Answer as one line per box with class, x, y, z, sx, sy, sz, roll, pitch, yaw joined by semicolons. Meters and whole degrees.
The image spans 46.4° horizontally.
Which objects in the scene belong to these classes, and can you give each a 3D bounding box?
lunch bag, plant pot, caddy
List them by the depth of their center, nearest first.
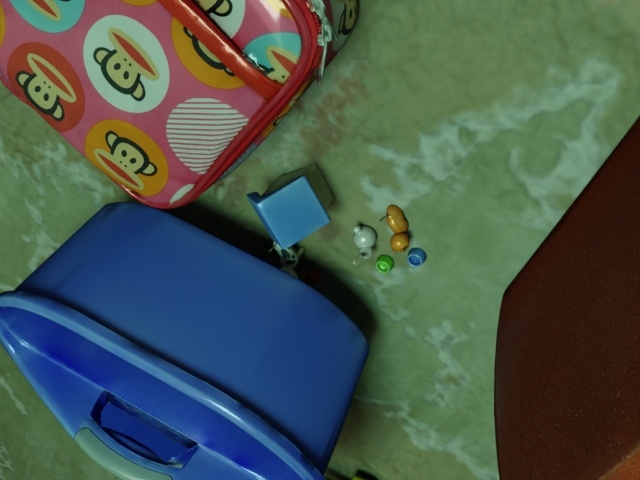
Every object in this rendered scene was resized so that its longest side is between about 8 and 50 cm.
plant pot;0.244;0.091;0.403;0.267;0.236;0.267;31;133;7
lunch bag;-0.122;-0.189;0.494;0.293;0.120;0.258;44;129;-8
caddy;-0.123;0.126;0.647;0.341;0.179;0.241;26;146;12

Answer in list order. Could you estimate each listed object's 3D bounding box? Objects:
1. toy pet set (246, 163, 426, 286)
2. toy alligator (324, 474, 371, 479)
toy pet set;0.000;0.000;0.591;0.122;0.065;0.114;-15;115;36
toy alligator;0.033;0.277;0.792;0.189;0.056;0.051;20;171;16
